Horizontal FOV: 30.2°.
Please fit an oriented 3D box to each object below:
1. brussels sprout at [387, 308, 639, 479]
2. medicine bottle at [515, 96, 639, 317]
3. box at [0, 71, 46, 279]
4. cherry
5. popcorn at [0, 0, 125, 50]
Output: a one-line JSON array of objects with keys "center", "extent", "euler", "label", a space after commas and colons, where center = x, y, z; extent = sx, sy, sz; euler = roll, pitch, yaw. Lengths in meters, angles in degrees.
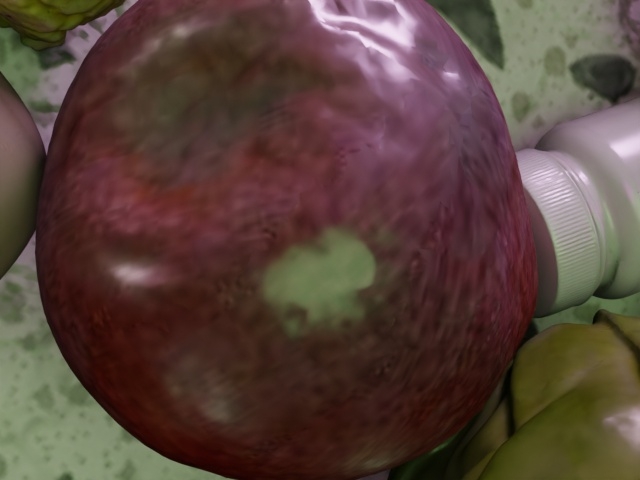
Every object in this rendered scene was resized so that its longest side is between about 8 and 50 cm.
[{"center": [0.131, 0.187, 0.569], "extent": [0.247, 0.328, 0.328], "euler": [36, 81, 3], "label": "brussels sprout"}, {"center": [0.183, -0.028, 0.661], "extent": [0.187, 0.103, 0.102], "euler": [-20, 103, -20], "label": "medicine bottle"}, {"center": [-0.214, -0.047, 0.504], "extent": [0.200, 0.088, 0.146], "euler": [43, 80, -19], "label": "box"}, {"center": [-0.010, -0.001, 0.537], "extent": [0.206, 0.239, 0.239], "euler": [-11, 101, 11], "label": "cherry"}, {"center": [-0.134, -0.133, 0.527], "extent": [0.089, 0.109, 0.097], "euler": [-39, 72, 17], "label": "popcorn"}]
